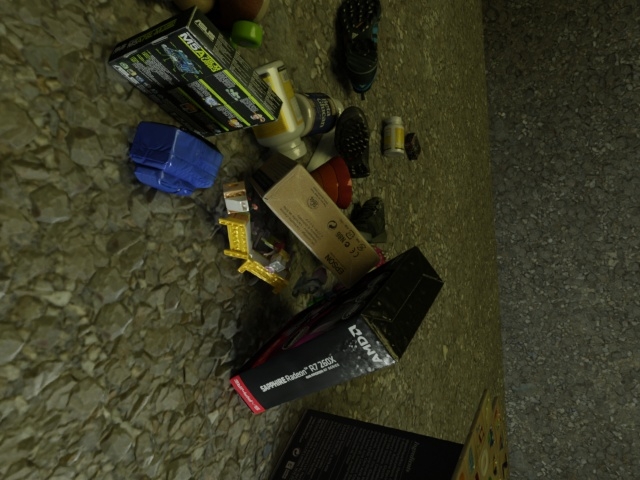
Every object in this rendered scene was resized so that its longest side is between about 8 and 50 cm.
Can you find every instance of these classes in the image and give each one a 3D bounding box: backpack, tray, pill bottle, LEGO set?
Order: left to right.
[{"bbox_3d":[-0.221,-0.122,0.680,0.120,0.098,0.101,14,97,-63],"label":"backpack"},{"bbox_3d":[-0.104,-0.010,0.825,0.287,0.132,0.107,53,38,-31],"label":"LEGO set"},{"bbox_3d":[-0.092,-0.251,0.866,0.103,0.103,0.184,-48,126,-46],"label":"pill bottle"},{"bbox_3d":[-0.017,-0.285,0.986,0.169,0.094,0.094,-28,111,-53],"label":"pill bottle"},{"bbox_3d":[0.022,-0.157,1.093,0.145,0.030,0.270,53,47,-39],"label":"tray"},{"bbox_3d":[0.232,-0.328,1.381,0.065,0.065,0.116,8,82,-55],"label":"pill bottle"}]

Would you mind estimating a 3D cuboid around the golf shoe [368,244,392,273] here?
[{"bbox_3d":[0.118,0.124,1.167,0.140,0.115,0.306,-60,-178,33],"label":"golf shoe"}]

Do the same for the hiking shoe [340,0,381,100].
[{"bbox_3d":[0.105,-0.546,1.204,0.132,0.113,0.304,85,10,-66],"label":"hiking shoe"}]

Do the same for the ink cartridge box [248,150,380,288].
[{"bbox_3d":[-0.017,-0.043,0.811,0.088,0.193,0.235,-43,113,-1],"label":"ink cartridge box"}]

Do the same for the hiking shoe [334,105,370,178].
[{"bbox_3d":[0.077,-0.253,1.065,0.227,0.086,0.114,77,9,-60],"label":"hiking shoe"}]

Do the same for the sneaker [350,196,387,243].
[{"bbox_3d":[0.113,-0.053,1.174,0.227,0.087,0.130,-4,89,-59],"label":"sneaker"}]

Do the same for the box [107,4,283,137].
[{"bbox_3d":[-0.184,-0.237,0.658,0.190,0.184,0.045,38,56,-47],"label":"box"}]

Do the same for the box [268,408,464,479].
[{"bbox_3d":[0.137,0.550,0.892,0.212,0.395,0.293,-56,131,-42],"label":"box"}]

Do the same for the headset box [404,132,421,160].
[{"bbox_3d":[0.325,-0.336,1.547,0.083,0.032,0.062,60,43,-37],"label":"headset box"}]

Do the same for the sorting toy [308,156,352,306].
[{"bbox_3d":[0.000,0.000,0.991,0.126,0.127,0.365,-10,107,-20],"label":"sorting toy"}]

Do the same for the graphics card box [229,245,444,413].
[{"bbox_3d":[0.021,0.166,0.781,0.094,0.371,0.233,54,41,-2],"label":"graphics card box"}]

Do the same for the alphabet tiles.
[{"bbox_3d":[0.275,0.442,0.741,0.342,0.011,0.285,-35,116,-51],"label":"alphabet tiles"}]

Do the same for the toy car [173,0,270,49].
[{"bbox_3d":[-0.191,-0.419,0.714,0.188,0.149,0.155,5,94,-44],"label":"toy car"}]
